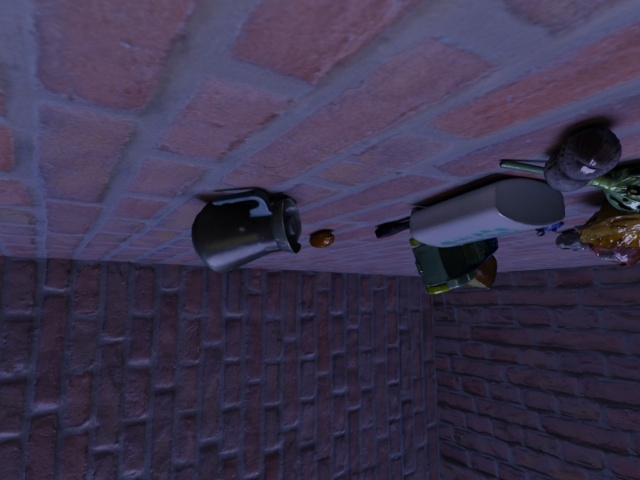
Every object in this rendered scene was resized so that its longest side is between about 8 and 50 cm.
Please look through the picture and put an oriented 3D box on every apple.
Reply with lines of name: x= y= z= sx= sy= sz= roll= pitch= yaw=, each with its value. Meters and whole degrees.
apple: x=0.544 y=0.094 z=1.597 sx=0.253 sy=0.180 sz=0.346 roll=-16 pitch=-178 yaw=-6

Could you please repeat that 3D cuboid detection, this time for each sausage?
sausage: x=0.000 y=0.000 z=1.412 sx=0.062 sy=0.054 sz=0.183 roll=32 pitch=164 yaw=-16

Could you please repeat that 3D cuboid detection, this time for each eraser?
eraser: x=0.356 y=-0.054 z=0.916 sx=0.188 sy=0.104 sz=0.290 roll=7 pitch=169 yaw=-21

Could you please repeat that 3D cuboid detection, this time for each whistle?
whistle: x=0.859 y=0.005 z=1.246 sx=0.142 sy=0.134 sz=0.346 roll=16 pitch=178 yaw=-6

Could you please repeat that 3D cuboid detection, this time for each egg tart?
egg tart: x=0.730 y=-0.051 z=0.898 sx=0.289 sy=0.116 sz=0.290 roll=2 pitch=170 yaw=0

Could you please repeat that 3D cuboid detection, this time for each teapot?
teapot: x=-0.170 y=-0.030 z=0.943 sx=0.224 sy=0.171 sz=0.203 roll=-9 pitch=139 yaw=13

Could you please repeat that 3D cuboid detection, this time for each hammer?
hammer: x=0.252 y=-0.043 z=1.188 sx=0.136 sy=0.037 sz=0.289 roll=5 pitch=169 yaw=-23

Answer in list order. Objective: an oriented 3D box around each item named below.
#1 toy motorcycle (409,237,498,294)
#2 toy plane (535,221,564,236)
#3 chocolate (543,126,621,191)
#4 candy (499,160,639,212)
toy motorcycle: x=0.457 y=0.035 z=1.332 sx=0.326 sy=0.191 sz=0.199 roll=-18 pitch=177 yaw=-43
toy plane: x=0.601 y=-0.049 z=1.141 sx=0.167 sy=0.054 sz=0.062 roll=-1 pitch=146 yaw=1
chocolate: x=0.384 y=-0.117 z=0.604 sx=0.072 sy=0.072 sz=0.167 roll=-2 pitch=171 yaw=14
candy: x=0.457 y=-0.109 z=0.717 sx=0.304 sy=0.083 sz=0.091 roll=9 pitch=-173 yaw=-4
